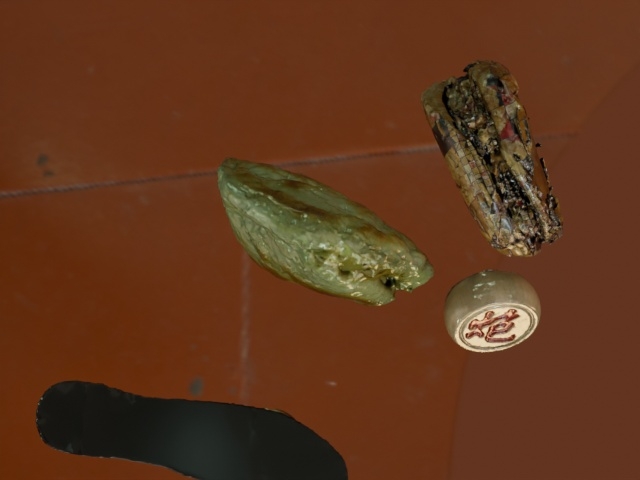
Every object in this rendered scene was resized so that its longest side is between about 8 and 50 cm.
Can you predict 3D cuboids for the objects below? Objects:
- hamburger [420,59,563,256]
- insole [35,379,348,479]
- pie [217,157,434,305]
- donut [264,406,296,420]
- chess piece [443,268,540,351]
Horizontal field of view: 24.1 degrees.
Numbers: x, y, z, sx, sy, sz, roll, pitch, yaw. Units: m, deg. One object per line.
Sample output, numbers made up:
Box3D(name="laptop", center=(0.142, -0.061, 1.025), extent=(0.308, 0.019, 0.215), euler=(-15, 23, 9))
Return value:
Box3D(name="hamburger", center=(0.195, -0.089, 1.650), extent=(0.107, 0.231, 0.231), euler=(-24, 70, 7))
Box3D(name="insole", center=(-0.098, 0.158, 1.179), extent=(0.005, 0.253, 0.086), euler=(119, 162, -50))
Box3D(name="pie", center=(0.000, 0.000, 1.296), extent=(0.201, 0.248, 0.090), euler=(30, 92, 9))
Box3D(name="donut", center=(-0.037, 0.260, 1.371), extent=(0.085, 0.141, 0.217), euler=(-13, 65, -5))
Box3D(name="chess piece", center=(0.147, 0.061, 1.291), extent=(0.084, 0.083, 0.038), euler=(-26, 47, 20))
